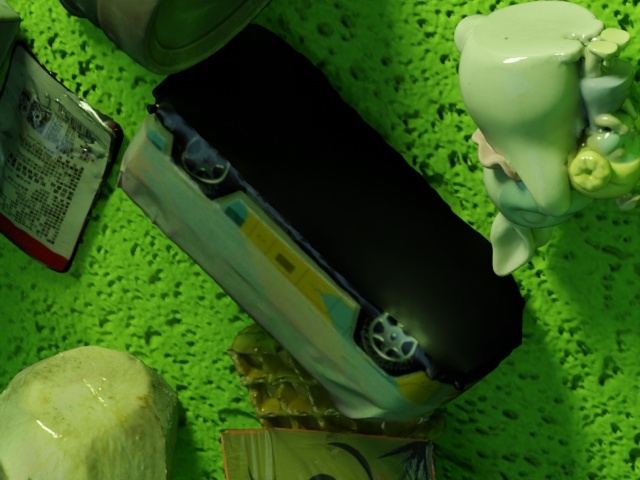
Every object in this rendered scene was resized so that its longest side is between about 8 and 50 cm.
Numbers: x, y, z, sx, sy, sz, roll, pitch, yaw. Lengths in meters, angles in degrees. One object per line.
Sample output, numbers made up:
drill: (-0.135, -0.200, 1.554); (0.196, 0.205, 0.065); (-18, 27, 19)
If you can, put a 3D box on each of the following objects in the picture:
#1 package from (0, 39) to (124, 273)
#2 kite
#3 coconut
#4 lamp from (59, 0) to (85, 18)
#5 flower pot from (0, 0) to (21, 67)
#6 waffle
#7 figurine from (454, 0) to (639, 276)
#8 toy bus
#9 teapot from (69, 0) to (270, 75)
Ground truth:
package: (-0.292, -0.080, 2.037); (0.154, 0.030, 0.239); (40, 132, 11)
kite: (0.026, 0.309, 1.930); (0.377, 0.013, 0.327); (46, 120, 23)
coconut: (-0.252, 0.236, 2.095); (0.197, 0.237, 0.237); (5, 129, -7)
lamp: (-0.295, -0.365, 1.792); (0.130, 0.108, 0.371); (9, 123, 33)
flower pot: (-0.439, -0.200, 1.938); (0.189, 0.209, 0.239); (45, 137, 8)
waffle: (0.040, 0.180, 1.938); (0.219, 0.057, 0.229); (-7, 114, 40)
figurine: (0.195, -0.071, 1.613); (0.155, 0.127, 0.235); (4, 126, 24)
toy bus: (0.000, 0.000, 1.781); (0.386, 0.171, 0.162); (44, 141, 2)
teapot: (-0.151, -0.353, 1.636); (0.312, 0.233, 0.315); (41, 105, 12)
